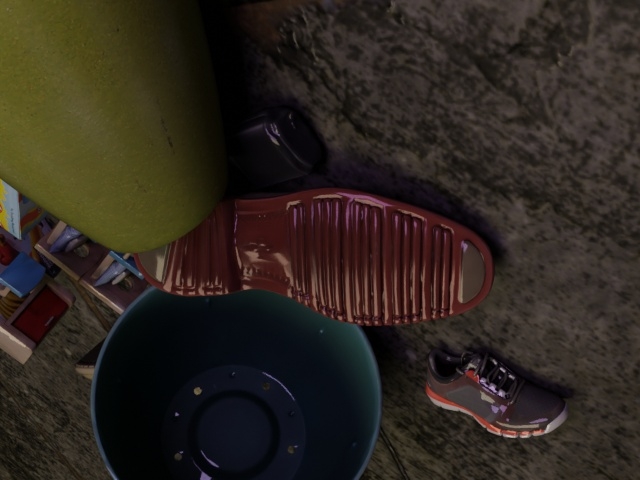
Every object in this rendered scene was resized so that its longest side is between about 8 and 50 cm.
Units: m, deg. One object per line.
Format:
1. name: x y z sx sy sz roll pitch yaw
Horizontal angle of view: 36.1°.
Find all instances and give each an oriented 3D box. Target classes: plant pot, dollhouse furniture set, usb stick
1. plant pot: -0.095 0.195 1.092 0.293 0.293 0.235 35 159 7
2. plant pot: -0.200 -0.137 0.824 0.275 0.274 0.293 8 139 38
3. dollhouse furniture set: -0.248 0.037 1.032 0.129 0.183 0.129 39 137 -8
4. usb stick: -0.105 -0.076 0.990 0.278 0.045 0.077 -11 128 49

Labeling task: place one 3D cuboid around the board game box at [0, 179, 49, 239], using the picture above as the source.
1. board game box: -0.393 -0.155 1.086 0.275 0.144 0.142 33 145 9

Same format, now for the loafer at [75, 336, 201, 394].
1. loafer: -0.244 0.181 1.363 0.269 0.102 0.092 -7 119 47

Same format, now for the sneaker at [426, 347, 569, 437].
1. sneaker: 0.167 0.145 0.970 0.158 0.061 0.064 10 129 36

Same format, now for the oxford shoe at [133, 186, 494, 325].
1. oxford shoe: 0.000 0.000 0.940 0.348 0.130 0.123 8 102 19

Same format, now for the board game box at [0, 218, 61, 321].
1. board game box: -0.467 -0.031 1.250 0.053 0.193 0.305 -8 124 35
